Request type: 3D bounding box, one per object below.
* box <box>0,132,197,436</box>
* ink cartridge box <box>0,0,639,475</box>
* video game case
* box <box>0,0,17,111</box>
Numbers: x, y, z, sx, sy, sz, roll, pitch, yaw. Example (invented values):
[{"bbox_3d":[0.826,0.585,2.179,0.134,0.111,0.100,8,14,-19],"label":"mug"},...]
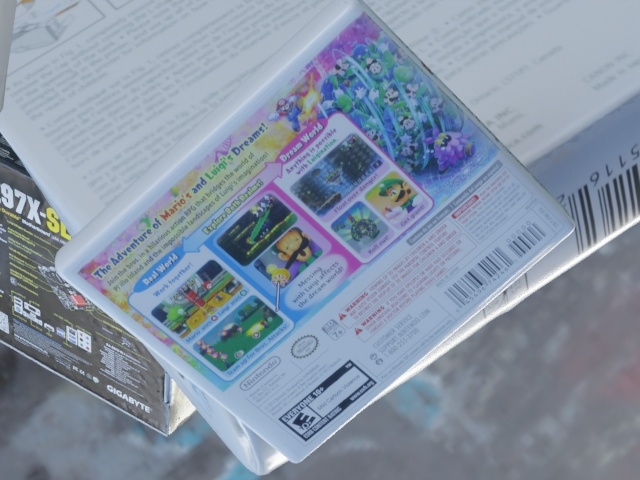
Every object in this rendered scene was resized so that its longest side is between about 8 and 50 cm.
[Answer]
[{"bbox_3d":[-0.255,0.023,1.866,0.079,0.322,0.257,-42,149,-42],"label":"box"},{"bbox_3d":[-0.011,-0.097,0.950,0.308,0.385,0.091,-34,136,-12],"label":"ink cartridge box"},{"bbox_3d":[0.000,0.000,0.733,0.157,0.019,0.143,-41,120,12],"label":"video game case"},{"bbox_3d":[-0.070,-0.117,0.244,0.044,0.159,0.233,11,105,4],"label":"box"}]
